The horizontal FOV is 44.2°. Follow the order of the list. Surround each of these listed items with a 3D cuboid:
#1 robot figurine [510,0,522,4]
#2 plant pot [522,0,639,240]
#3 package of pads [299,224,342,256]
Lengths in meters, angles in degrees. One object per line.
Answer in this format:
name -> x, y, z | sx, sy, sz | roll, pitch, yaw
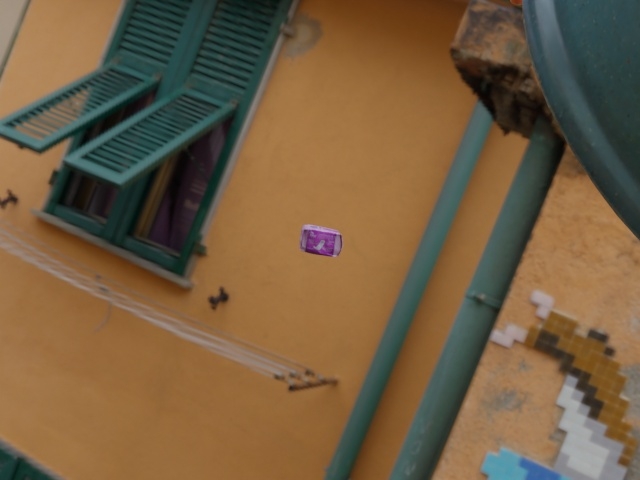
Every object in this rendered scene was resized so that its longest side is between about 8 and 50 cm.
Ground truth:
robot figurine -> 0.293, -0.417, 1.085 | 0.219, 0.158, 0.128 | 38, 12, -48
plant pot -> 0.317, -0.149, 0.307 | 0.341, 0.341, 0.334 | 21, -32, -11
package of pads -> 0.000, 0.000, 0.964 | 0.050, 0.032, 0.083 | 9, 4, -3
